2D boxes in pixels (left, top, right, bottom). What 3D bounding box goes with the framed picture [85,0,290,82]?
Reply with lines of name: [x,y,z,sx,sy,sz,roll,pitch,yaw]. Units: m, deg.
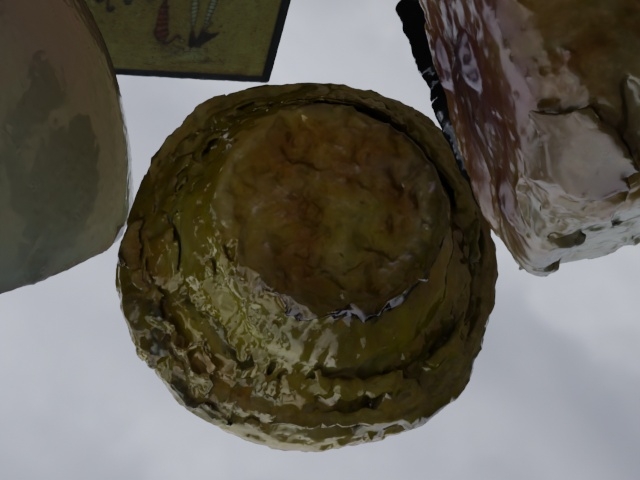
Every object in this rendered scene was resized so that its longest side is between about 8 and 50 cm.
framed picture: [-0.126,-0.281,1.684,0.255,0.338,0.014,2,-143,-21]

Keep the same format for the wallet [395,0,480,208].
wallet: [0.170,-0.164,1.299,0.041,0.247,0.323,45,-165,-29]

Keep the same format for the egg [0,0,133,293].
egg: [-0.332,-0.132,1.462,0.354,0.355,0.339,-77,-24,-74]

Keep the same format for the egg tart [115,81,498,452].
egg tart: [0.000,0.000,1.378,0.294,0.294,0.123,50,152,16]

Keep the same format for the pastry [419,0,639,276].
pastry: [0.110,-0.083,0.922,0.229,0.100,0.218,-128,23,-63]
